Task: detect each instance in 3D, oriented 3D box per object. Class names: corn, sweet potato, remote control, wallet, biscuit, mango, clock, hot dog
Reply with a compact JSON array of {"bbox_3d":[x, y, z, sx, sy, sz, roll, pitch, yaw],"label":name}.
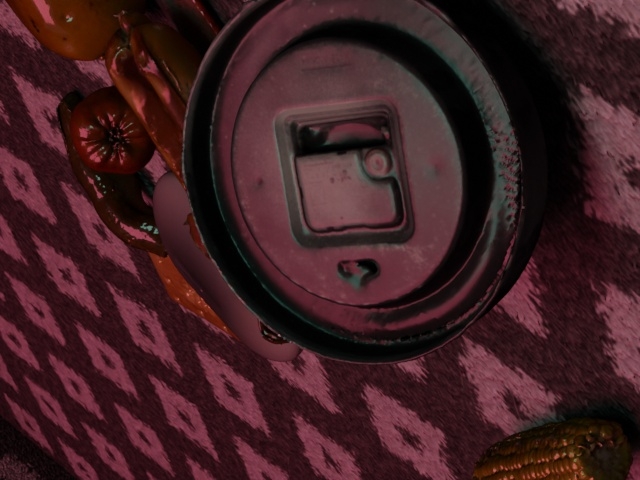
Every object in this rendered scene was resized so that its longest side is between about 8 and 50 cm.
[{"bbox_3d":[0.266,0.266,1.871,0.115,0.115,0.318,50,155,0],"label":"corn"},{"bbox_3d":[-0.307,-0.095,2.414,0.112,0.085,0.286,-35,83,33],"label":"sweet potato"},{"bbox_3d":[-0.127,0.034,2.210,0.332,0.103,0.221,44,154,32],"label":"remote control"},{"bbox_3d":[-0.132,-0.230,1.943,0.196,0.020,0.103,56,159,-16],"label":"wallet"},{"bbox_3d":[-0.179,0.079,2.490,0.249,0.030,0.160,28,149,41],"label":"biscuit"},{"bbox_3d":[-0.325,-0.346,1.956,0.287,0.152,0.201,55,167,-6],"label":"mango"},{"bbox_3d":[0.039,-0.071,1.561,0.386,0.076,0.386,10,108,31],"label":"clock"},{"bbox_3d":[-0.144,-0.143,1.954,0.135,0.100,0.337,0,131,50],"label":"hot dog"}]

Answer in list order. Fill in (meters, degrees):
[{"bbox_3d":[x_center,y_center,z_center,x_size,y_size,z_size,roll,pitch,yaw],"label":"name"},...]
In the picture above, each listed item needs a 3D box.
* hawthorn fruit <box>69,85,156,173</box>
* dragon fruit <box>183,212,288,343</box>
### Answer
[{"bbox_3d":[-0.289,-0.152,2.223,0.140,0.125,0.125,13,138,52],"label":"hawthorn fruit"},{"bbox_3d":[0.003,0.003,1.786,0.315,0.250,0.250,55,158,7],"label":"dragon fruit"}]
